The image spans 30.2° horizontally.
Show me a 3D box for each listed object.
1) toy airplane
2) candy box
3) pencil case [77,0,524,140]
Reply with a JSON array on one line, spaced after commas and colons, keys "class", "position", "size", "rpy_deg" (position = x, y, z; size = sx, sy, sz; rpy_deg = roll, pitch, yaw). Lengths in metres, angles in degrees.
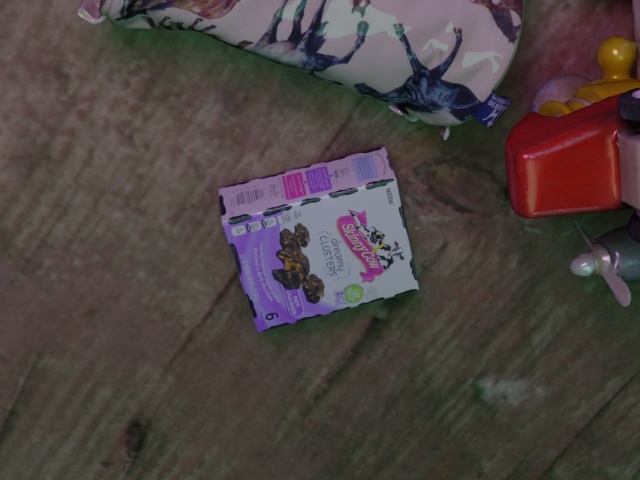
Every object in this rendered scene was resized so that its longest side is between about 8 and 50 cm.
[{"class": "toy airplane", "position": [0.347, -0.135, 1.226], "size": [0.384, 0.272, 0.386], "rpy_deg": [32, 78, -40]}, {"class": "candy box", "position": [0.000, 0.000, 1.340], "size": [0.196, 0.070, 0.165], "rpy_deg": [-15, 127, 1]}, {"class": "pencil case", "position": [-0.009, -0.226, 1.121], "size": [0.410, 0.160, 0.183], "rpy_deg": [14, 107, -20]}]
